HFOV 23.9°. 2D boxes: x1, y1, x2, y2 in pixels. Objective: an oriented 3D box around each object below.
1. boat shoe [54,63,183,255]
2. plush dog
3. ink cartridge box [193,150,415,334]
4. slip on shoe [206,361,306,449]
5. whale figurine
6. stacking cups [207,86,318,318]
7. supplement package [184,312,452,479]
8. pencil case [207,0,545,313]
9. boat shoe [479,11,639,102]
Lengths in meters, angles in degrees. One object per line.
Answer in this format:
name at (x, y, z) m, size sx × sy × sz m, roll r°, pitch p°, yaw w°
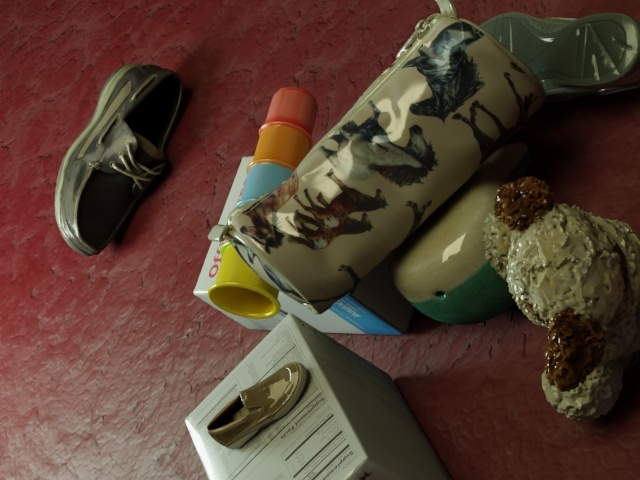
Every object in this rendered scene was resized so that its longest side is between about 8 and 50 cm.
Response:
boat shoe at (-0.326, -0.144, 2.484) m, size 0.130 × 0.132 × 0.355 m, roll -6°, pitch 60°, yaw 45°
plush dog at (0.274, 0.041, 1.589) m, size 0.211 × 0.225 × 0.262 m, roll -29°, pitch 72°, yaw 24°
ink cartridge box at (0.000, 0.000, 2.033) m, size 0.307 × 0.129 × 0.223 m, roll -2°, pitch 63°, yaw 46°
slip on shoe at (-0.073, 0.184, 1.720) m, size 0.135 × 0.041 × 0.051 m, roll -40°, pitch 40°, yaw 19°
whale figurine at (0.198, -0.006, 1.854) m, size 0.216 × 0.141 × 0.272 m, roll -29°, pitch 21°, yaw 39°
stacking cups at (-0.060, -0.058, 1.964) m, size 0.096 × 0.096 × 0.316 m, roll -11°, pitch 54°, yaw 42°
supplement package at (0.004, 0.267, 1.776) m, size 0.198 × 0.199 × 0.262 m, roll -46°, pitch 39°, yaw 12°
pencil case at (0.065, -0.092, 1.799) m, size 0.410 × 0.183 × 0.160 m, roll -44°, pitch 6°, yaw -3°
boat shoe at (0.308, -0.229, 1.917) m, size 0.320 × 0.103 × 0.118 m, roll 1°, pitch 83°, yaw 53°
